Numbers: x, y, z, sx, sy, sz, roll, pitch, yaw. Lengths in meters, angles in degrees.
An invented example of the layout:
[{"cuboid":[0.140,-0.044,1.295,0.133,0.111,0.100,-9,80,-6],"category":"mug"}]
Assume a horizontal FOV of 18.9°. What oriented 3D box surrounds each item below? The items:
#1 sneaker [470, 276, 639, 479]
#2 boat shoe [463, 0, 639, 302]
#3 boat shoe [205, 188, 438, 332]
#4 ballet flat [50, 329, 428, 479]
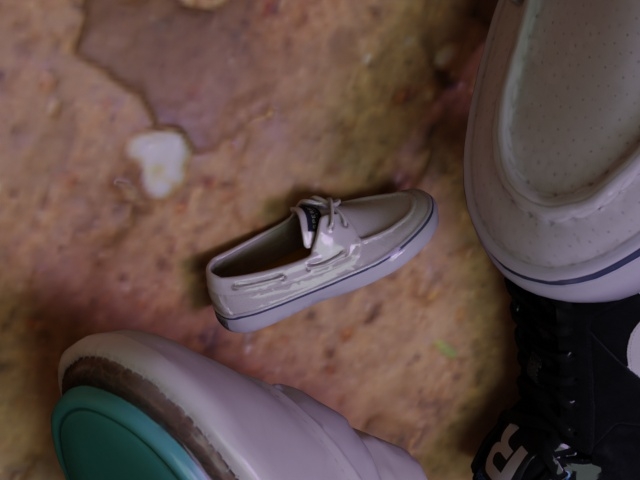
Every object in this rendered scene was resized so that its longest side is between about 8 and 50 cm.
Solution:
[{"cuboid":[0.103,0.060,0.826,0.121,0.079,0.217,-43,131,-2],"category":"sneaker"},{"cuboid":[0.135,-0.149,0.656,0.156,0.136,0.367,13,110,-58],"category":"boat shoe"},{"cuboid":[0.000,0.000,0.763,0.100,0.035,0.035,-24,130,-7],"category":"boat shoe"},{"cuboid":[0.001,0.160,0.813,0.139,0.139,0.400,-28,127,-12],"category":"ballet flat"}]
